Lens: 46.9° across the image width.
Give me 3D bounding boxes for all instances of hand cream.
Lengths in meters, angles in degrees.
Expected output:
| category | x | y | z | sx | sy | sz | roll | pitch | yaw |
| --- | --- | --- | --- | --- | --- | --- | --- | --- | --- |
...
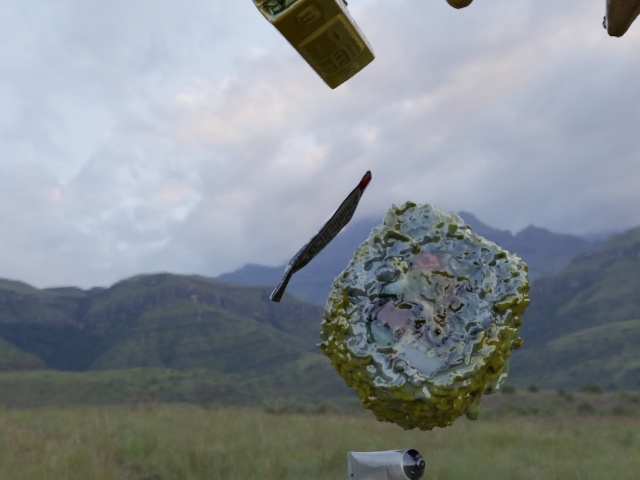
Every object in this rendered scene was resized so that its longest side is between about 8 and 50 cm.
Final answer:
| category | x | y | z | sx | sy | sz | roll | pitch | yaw |
| --- | --- | --- | --- | --- | --- | --- | --- | --- | --- |
| hand cream | 0.108 | 0.396 | 1.270 | 0.054 | 0.087 | 0.186 | 17 | -30 | -35 |

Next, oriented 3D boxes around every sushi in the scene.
| category | x | y | z | sx | sy | sz | roll | pitch | yaw |
| --- | --- | --- | --- | --- | --- | --- | --- | --- | --- |
| sushi | 0.202 | 0.149 | 1.377 | 0.351 | 0.396 | 0.240 | 30 | -31 | 15 |

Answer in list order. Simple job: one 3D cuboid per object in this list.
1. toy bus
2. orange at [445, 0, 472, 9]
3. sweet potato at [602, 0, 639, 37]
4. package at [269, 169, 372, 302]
| category | x | y | z | sx | sy | sz | roll | pitch | yaw |
| --- | --- | --- | --- | --- | --- | --- | --- | --- | --- |
| toy bus | -0.024 | -0.358 | 1.146 | 0.121 | 0.123 | 0.335 | -33 | -21 | 12 |
| orange | 0.306 | -0.552 | 1.622 | 0.085 | 0.085 | 0.085 | -8 | -15 | -2 |
| sweet potato | 0.327 | -0.368 | 0.731 | 0.131 | 0.131 | 0.336 | -4 | -59 | -19 |
| package | 0.000 | 0.000 | 1.131 | 0.239 | 0.030 | 0.154 | -49 | -1 | -7 |
